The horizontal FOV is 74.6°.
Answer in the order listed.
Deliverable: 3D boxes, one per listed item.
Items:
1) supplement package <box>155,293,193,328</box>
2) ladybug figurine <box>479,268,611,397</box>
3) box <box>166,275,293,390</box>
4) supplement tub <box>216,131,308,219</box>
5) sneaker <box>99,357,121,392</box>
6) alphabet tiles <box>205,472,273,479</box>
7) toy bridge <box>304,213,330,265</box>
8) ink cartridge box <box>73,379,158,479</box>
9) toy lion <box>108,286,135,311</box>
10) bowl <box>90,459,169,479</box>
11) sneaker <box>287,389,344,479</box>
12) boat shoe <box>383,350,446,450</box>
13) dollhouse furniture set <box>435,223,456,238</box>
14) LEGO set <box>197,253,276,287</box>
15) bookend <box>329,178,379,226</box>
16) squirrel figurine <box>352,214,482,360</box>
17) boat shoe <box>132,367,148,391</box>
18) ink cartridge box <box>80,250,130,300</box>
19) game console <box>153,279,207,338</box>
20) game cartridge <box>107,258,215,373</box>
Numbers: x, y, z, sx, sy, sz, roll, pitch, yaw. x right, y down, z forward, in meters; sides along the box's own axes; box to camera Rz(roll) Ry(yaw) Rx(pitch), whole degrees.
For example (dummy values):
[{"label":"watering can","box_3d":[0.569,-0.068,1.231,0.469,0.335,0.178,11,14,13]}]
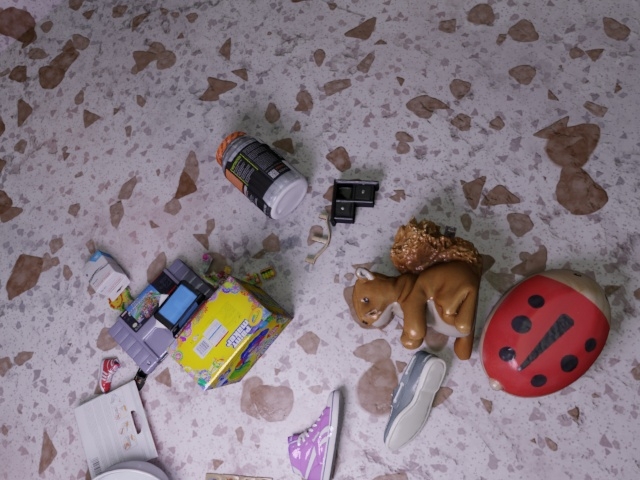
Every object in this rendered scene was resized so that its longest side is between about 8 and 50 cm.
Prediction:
[{"label":"supplement package","box_3d":[-0.445,0.240,1.364,0.105,0.179,0.104,4,76,1]},{"label":"ladybug figurine","box_3d":[0.661,0.272,1.230,0.305,0.162,0.449,39,86,16]},{"label":"box","box_3d":[-0.272,0.293,1.338,0.177,0.279,0.290,39,87,16]},{"label":"supplement tub","box_3d":[-0.214,-0.238,1.499,0.316,0.193,0.193,43,87,16]},{"label":"sneaker","box_3d":[-0.751,0.481,1.505,0.067,0.042,0.118,-13,72,11]},{"label":"alphabet tiles","box_3d":[-0.269,0.901,1.331,0.344,0.011,0.284,-1,76,10]},{"label":"toy bridge","box_3d":[0.000,0.000,1.489,0.063,0.026,0.187,14,80,12]},{"label":"ink cartridge box","box_3d":[-0.695,0.655,1.445,0.239,0.060,0.274,-26,73,-1]},{"label":"toy lion","box_3d":[-0.747,0.227,1.574,0.096,0.034,0.100,-41,73,6]},{"label":"bowl","box_3d":[-0.593,0.807,1.323,0.299,0.134,0.297,-1,101,-6]},{"label":"sneaker","box_3d":[-0.022,0.599,1.312,0.161,0.102,0.281,10,79,16]},{"label":"boat shoe","box_3d":[0.276,0.491,1.301,0.099,0.116,0.319,26,89,59]},{"label":"dollhouse furniture set","box_3d":[0.390,-0.023,1.393,0.115,0.081,0.090,15,80,14]},{"label":"LEGO set","box_3d":[-0.308,0.127,1.474,0.288,0.107,0.132,8,78,13]},{"label":"bookend","box_3d":[0.120,-0.127,1.473,0.157,0.072,0.157,5,78,11]},{"label":"squirrel figurine","box_3d":[0.297,0.136,1.309,0.371,0.281,0.396,7,68,23]},{"label":"boat shoe","box_3d":[-0.635,0.481,1.485,0.049,0.042,0.132,30,85,13]},{"label":"ink cartridge box","box_3d":[-0.804,0.131,1.570,0.180,0.060,0.104,37,85,30]},{"label":"game console","box_3d":[-0.415,0.199,1.240,0.085,0.124,0.144,40,77,-17]},{"label":"game cartridge","box_3d":[-0.558,0.260,1.495,0.230,0.068,0.355,39,79,13]}]
